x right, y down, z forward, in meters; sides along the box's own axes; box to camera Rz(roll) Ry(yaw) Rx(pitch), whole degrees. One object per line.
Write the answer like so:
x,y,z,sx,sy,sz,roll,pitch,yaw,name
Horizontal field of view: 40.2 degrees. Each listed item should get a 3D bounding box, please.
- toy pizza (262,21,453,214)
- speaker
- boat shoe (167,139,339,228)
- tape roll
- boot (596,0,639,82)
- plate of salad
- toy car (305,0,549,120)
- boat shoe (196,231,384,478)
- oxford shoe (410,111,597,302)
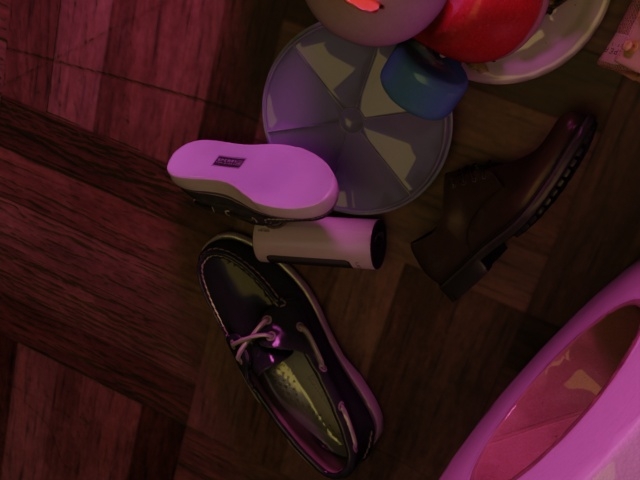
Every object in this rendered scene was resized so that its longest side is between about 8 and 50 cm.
0.036,-0.124,0.880,0.201,0.032,0.201,8,113,20,toy pizza
0.000,0.000,0.928,0.136,0.055,0.055,4,110,22,speaker
-0.065,-0.048,0.903,0.229,0.080,0.076,11,145,38,boat shoe
0.212,0.148,0.699,0.072,0.392,0.392,42,119,5,tape roll
0.267,-0.233,0.688,0.262,0.095,0.203,31,106,3,boot
0.157,-0.237,0.777,0.200,0.048,0.199,8,112,20,plate of salad
0.045,-0.221,0.663,0.210,0.238,0.219,51,129,19,toy car
-0.041,0.125,0.969,0.114,0.091,0.302,-41,90,29,boat shoe
0.164,-0.045,0.826,0.096,0.083,0.227,45,118,8,oxford shoe
